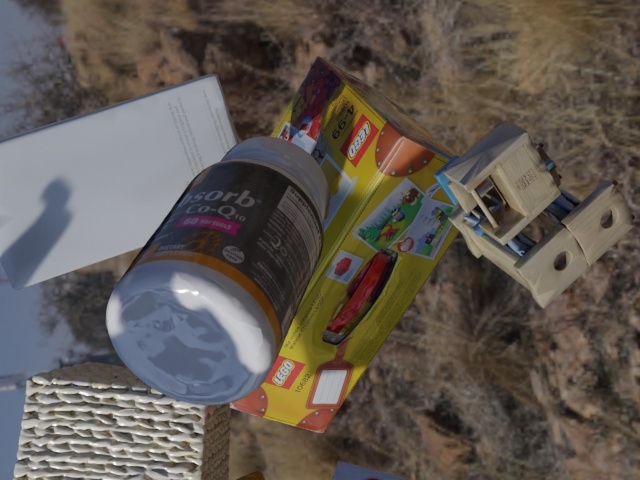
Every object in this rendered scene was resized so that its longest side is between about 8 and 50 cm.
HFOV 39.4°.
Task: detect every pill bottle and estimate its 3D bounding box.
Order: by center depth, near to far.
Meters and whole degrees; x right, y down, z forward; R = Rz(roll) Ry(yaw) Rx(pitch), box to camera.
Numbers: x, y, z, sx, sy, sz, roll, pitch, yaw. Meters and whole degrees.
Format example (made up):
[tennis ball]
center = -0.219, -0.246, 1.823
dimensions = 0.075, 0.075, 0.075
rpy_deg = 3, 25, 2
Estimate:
[pill bottle]
center = -0.086, 0.017, 0.896
dimensions = 0.278, 0.162, 0.162
rpy_deg = -67, -17, -52

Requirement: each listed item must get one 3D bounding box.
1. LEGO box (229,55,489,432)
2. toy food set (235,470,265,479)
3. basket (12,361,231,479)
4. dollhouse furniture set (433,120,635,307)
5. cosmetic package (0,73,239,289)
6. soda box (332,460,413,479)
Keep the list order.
[LEGO box]
center = 0.000, 0.000, 1.504
dimensions = 0.500, 0.193, 0.372
rpy_deg = -58, 32, 15
[toy food set]
center = -0.162, 0.385, 1.135
dimensions = 0.111, 0.232, 0.104
rpy_deg = 84, 164, -74
[basket]
center = -0.325, 0.365, 1.558
dimensions = 0.331, 0.328, 0.266
rpy_deg = 60, -145, -84
[dollhouse furniture set]
center = 0.194, -0.058, 0.878
dimensions = 0.183, 0.129, 0.129
rpy_deg = 50, 177, -36
[cosmetic package]
center = -0.308, -0.095, 1.345
dimensions = 0.156, 0.385, 0.217
rpy_deg = -135, 28, -76
[soda box]
center = 0.114, 0.363, 1.215
dimensions = 0.069, 0.216, 0.074
rpy_deg = 39, -116, -48
